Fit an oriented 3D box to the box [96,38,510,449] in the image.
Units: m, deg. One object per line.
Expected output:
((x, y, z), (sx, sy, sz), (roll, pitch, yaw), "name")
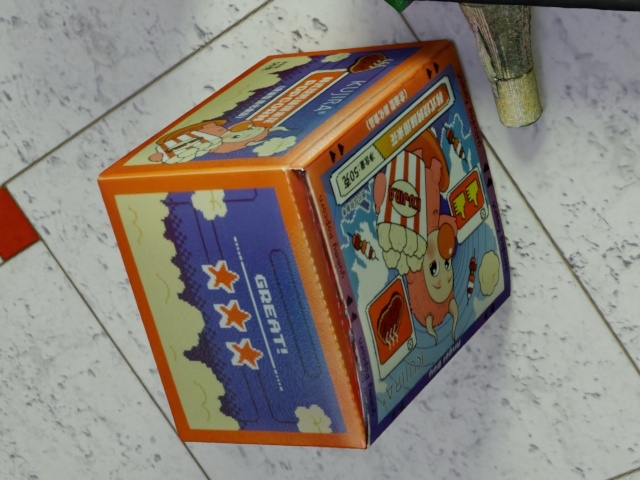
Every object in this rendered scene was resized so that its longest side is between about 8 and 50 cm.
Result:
((0.000, 0.000, 2.085), (0.256, 0.348, 0.319), (0, 114, 33), "box")

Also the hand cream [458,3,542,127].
((0.186, -0.207, 2.033), (0.084, 0.084, 0.203), (5, 126, 31), "hand cream")

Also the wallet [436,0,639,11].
((0.189, -0.337, 1.901), (0.406, 0.062, 0.228), (6, 91, 28), "wallet")

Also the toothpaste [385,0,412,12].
((0.110, -0.314, 2.039), (0.043, 0.037, 0.178), (37, 130, 6), "toothpaste")
